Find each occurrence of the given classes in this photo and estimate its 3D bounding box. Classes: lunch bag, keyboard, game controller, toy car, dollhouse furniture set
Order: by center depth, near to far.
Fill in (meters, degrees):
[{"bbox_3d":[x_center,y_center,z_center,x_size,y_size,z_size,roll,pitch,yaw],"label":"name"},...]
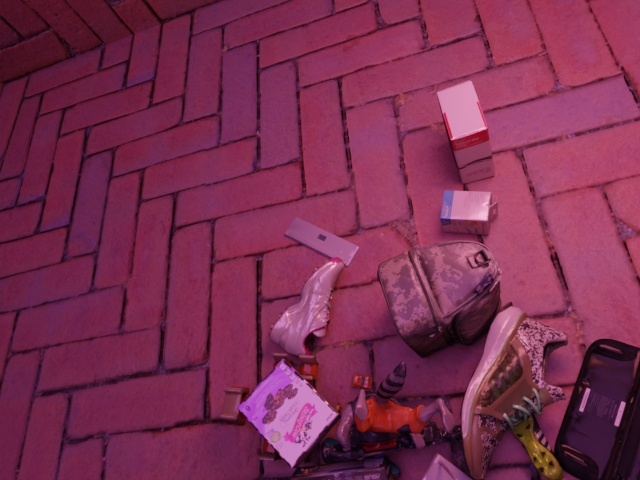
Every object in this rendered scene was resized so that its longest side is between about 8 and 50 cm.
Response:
[{"bbox_3d":[0.636,0.374,1.051,0.166,0.067,0.319,15,71,42],"label":"game controller"},{"bbox_3d":[0.300,0.133,1.149,0.256,0.305,0.213,-25,60,10],"label":"lunch bag"},{"bbox_3d":[0.087,0.402,1.257,0.060,0.040,0.122,20,74,28],"label":"toy car"},{"bbox_3d":[-0.125,0.446,1.293,0.259,0.135,0.262,1,66,10],"label":"dollhouse furniture set"},{"bbox_3d":[0.000,0.000,1.507,0.256,0.014,0.072,26,72,29],"label":"keyboard"}]

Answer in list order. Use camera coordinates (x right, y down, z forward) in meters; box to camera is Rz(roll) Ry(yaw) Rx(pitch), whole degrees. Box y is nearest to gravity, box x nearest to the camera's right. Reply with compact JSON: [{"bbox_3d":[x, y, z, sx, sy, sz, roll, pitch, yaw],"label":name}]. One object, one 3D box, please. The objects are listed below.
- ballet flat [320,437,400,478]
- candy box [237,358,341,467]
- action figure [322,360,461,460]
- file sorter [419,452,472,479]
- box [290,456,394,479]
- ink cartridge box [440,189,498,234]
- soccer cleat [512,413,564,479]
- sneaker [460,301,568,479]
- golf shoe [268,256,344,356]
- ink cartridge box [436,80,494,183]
[{"bbox_3d":[0.093,0.549,1.174,0.203,0.074,0.074,14,71,20],"label":"ballet flat"},{"bbox_3d":[-0.075,0.421,1.180,0.196,0.070,0.165,39,76,23],"label":"candy box"},{"bbox_3d":[0.176,0.390,1.094,0.341,0.330,0.179,-3,67,-14],"label":"action figure"},{"bbox_3d":[0.259,0.625,0.968,0.193,0.173,0.278,36,81,5],"label":"file sorter"},{"bbox_3d":[0.064,0.611,1.112,0.231,0.056,0.183,-15,89,15],"label":"box"},{"bbox_3d":[0.413,-0.076,1.330,0.143,0.092,0.090,5,68,24],"label":"ink cartridge box"},{"bbox_3d":[0.476,0.447,1.073,0.060,0.072,0.179,-36,35,17],"label":"soccer cleat"},{"bbox_3d":[0.433,0.337,1.060,0.182,0.158,0.410,12,67,36],"label":"sneaker"},{"bbox_3d":[-0.010,0.193,1.369,0.140,0.115,0.306,35,89,21],"label":"golf shoe"},{"bbox_3d":[0.410,-0.295,1.354,0.100,0.237,0.172,-16,61,17],"label":"ink cartridge box"}]
